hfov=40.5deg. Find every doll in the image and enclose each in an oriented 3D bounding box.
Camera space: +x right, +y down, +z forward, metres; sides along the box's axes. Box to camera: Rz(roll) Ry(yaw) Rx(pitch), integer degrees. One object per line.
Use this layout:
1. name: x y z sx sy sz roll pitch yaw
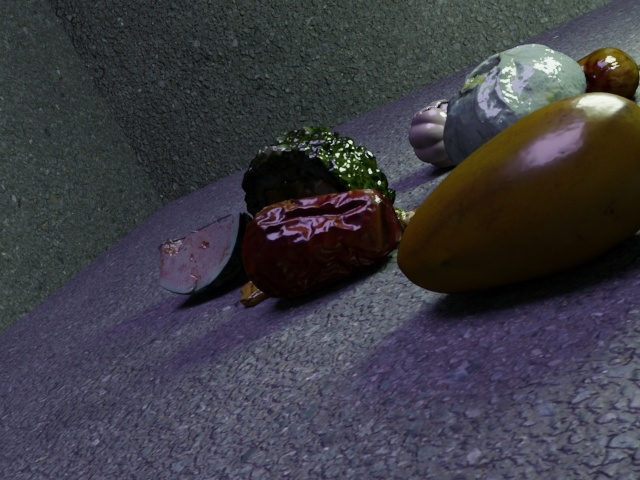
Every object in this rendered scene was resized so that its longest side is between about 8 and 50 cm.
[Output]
1. doll: 0.195 -0.034 1.868 0.113 0.077 0.078 4 74 30

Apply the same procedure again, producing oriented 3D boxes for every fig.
1. fig: 0.697 -0.389 2.051 0.274 0.145 0.170 -24 7 -35

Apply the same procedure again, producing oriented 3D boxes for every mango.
1. mango: 0.319 -0.057 1.345 0.446 0.232 0.300 -32 15 24

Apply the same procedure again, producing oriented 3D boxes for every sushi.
1. sushi: -0.023 -0.129 2.131 0.352 0.294 0.178 -13 23 39

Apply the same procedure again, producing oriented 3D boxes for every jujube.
1. jujube: 0.000 0.000 1.829 0.342 0.216 0.216 -15 16 15

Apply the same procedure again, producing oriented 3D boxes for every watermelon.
1. watermelon: -0.277 0.031 2.262 0.305 0.180 0.224 -24 24 31

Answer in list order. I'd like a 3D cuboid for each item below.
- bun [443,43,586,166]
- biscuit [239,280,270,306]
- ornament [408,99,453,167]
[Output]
1. bun: 0.419 -0.298 1.957 0.362 0.211 0.362 -48 12 14
2. biscuit: -0.077 0.076 2.023 0.249 0.035 0.184 -26 14 4
3. ornament: 0.318 -0.280 2.283 0.177 0.177 0.177 -26 13 7
